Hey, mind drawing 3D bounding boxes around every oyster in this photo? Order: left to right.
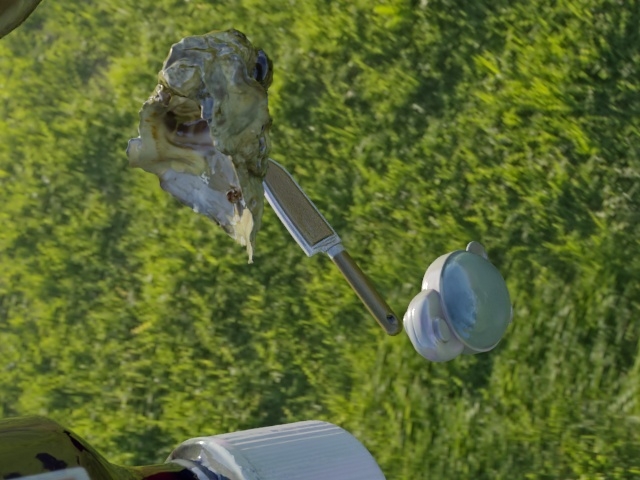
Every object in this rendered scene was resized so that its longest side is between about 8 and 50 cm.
[{"bbox_3d":[-0.089,-0.090,0.956,0.162,0.232,0.107,31,61,17],"label":"oyster"}]

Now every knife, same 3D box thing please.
[{"bbox_3d":[0.000,0.000,1.192,0.256,0.046,0.022,52,146,12],"label":"knife"}]

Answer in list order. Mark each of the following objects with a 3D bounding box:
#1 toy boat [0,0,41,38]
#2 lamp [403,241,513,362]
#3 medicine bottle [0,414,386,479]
[{"bbox_3d":[-0.235,-0.167,0.642,0.061,0.188,0.116,-43,66,56],"label":"toy boat"},{"bbox_3d":[0.242,0.112,1.907,0.108,0.246,0.179,-25,96,48],"label":"lamp"},{"bbox_3d":[-0.138,0.215,0.688,0.242,0.395,0.242,18,112,57],"label":"medicine bottle"}]
